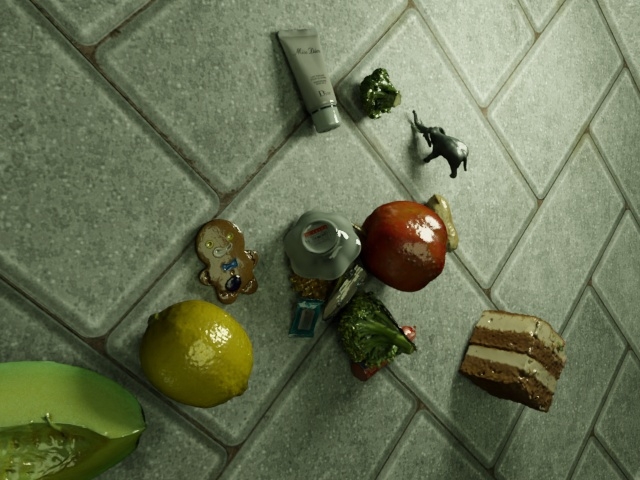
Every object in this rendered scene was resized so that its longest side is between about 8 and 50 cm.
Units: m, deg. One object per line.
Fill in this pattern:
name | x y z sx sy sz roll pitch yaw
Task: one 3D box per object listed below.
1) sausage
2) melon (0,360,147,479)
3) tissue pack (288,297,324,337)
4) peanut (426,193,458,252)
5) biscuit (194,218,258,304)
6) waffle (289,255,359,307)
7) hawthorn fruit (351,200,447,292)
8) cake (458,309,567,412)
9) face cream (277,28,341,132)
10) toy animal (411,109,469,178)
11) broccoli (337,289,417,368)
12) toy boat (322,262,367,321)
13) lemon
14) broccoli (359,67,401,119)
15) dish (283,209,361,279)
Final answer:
sausage | 0.221 0.359 1.677 0.274 0.074 0.074 -30 106 -29
melon | -0.576 0.430 1.103 0.344 0.226 0.331 13 71 -45
tissue pack | -0.043 0.231 1.519 0.085 0.028 0.138 7 110 -25
peanut | 0.423 -0.059 1.790 0.100 0.099 0.214 -21 97 -30
biscuit | -0.258 0.055 1.399 0.180 0.039 0.236 -27 102 -28
waffle | 0.013 0.088 1.559 0.232 0.051 0.228 30 75 -28
hawthorn fruit | 0.225 0.002 1.572 0.330 0.287 0.287 20 80 -18
cake | 0.710 0.434 1.875 0.256 0.282 0.290 39 66 -33
face cream | -0.023 -0.480 1.526 0.143 0.089 0.314 -19 89 -31
toy animal | 0.406 -0.328 1.764 0.082 0.137 0.269 -37 69 -24
broccoli | 0.154 0.295 1.547 0.180 0.273 0.242 -35 126 -3
toy boat | 0.066 0.157 1.528 0.084 0.066 0.210 42 77 -25
lemon | -0.296 0.282 1.254 0.320 0.245 0.245 46 68 -27
broccoli | 0.190 -0.466 1.628 0.145 0.138 0.162 -53 153 -15
dish | 0.000 0.000 1.457 0.230 0.081 0.229 -3 69 7
